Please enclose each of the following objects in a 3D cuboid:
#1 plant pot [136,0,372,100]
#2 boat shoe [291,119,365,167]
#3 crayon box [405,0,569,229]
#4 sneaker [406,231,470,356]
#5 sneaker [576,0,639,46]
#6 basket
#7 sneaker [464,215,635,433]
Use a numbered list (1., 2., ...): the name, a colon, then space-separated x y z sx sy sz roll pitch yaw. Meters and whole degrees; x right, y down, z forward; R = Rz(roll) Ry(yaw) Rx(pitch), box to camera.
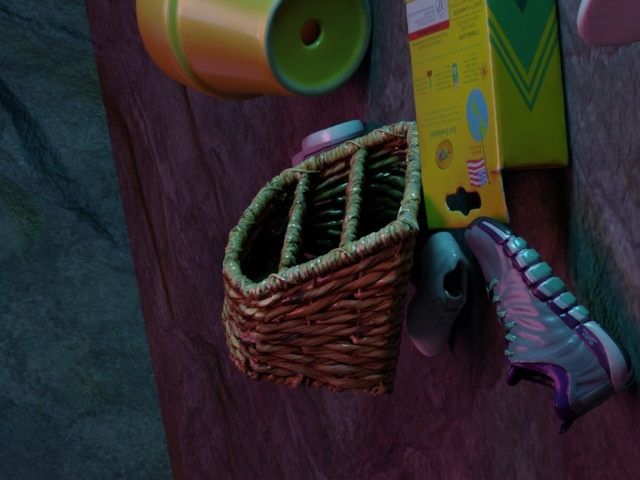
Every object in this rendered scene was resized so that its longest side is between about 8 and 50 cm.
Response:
1. plant pot: -0.070 -0.287 2.036 0.239 0.254 0.254 29 124 50
2. boat shoe: 0.019 -0.099 2.076 0.226 0.083 0.076 137 114 -80
3. crayon box: 0.163 -0.173 1.622 0.202 0.081 0.318 179 86 -71
4. sneaker: 0.134 0.070 1.811 0.061 0.053 0.152 -130 40 -54
5. sneaker: 0.272 -0.257 1.329 0.212 0.080 0.094 115 156 -44
6. basket: 0.000 0.000 1.807 0.299 0.213 0.223 -78 -6 -61
7. sneaker: 0.187 0.073 1.494 0.224 0.098 0.083 49 174 31
